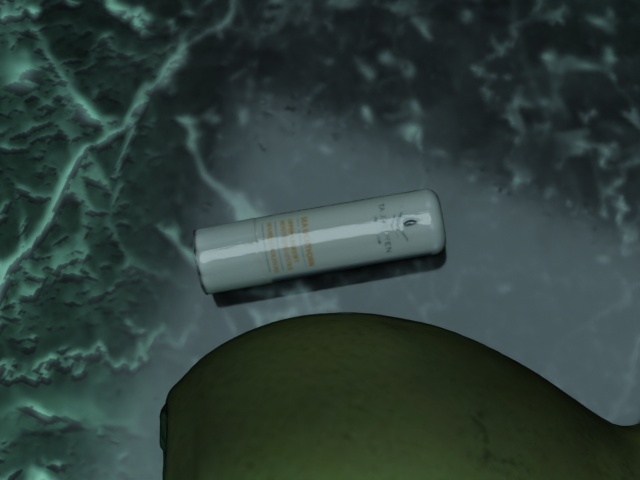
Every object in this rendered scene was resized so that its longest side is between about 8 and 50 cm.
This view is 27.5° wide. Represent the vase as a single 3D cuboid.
[{"bbox_3d":[0.072,0.196,0.619,0.302,0.241,0.329,1,105,-7],"label":"vase"}]

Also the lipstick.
[{"bbox_3d":[0.000,0.000,0.745,0.141,0.040,0.040,-10,76,3],"label":"lipstick"}]
